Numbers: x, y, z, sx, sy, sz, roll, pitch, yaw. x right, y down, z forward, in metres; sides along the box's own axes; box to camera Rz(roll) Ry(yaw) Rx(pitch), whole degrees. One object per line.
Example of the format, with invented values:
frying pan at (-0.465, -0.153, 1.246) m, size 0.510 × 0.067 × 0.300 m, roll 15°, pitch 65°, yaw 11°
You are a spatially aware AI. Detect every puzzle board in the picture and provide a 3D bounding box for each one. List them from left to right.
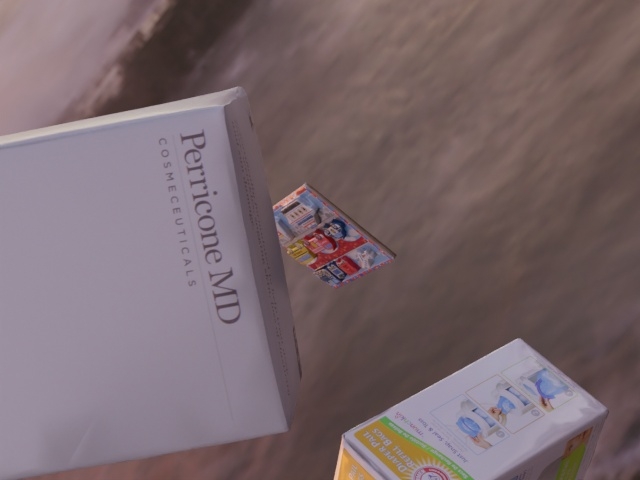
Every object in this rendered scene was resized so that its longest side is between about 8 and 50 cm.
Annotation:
puzzle board at (0.000, 0.000, 1.222) m, size 0.011 × 0.096 × 0.128 m, roll -56°, pitch 11°, yaw -24°

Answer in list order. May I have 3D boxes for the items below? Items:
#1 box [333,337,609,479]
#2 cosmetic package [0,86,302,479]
box at (0.115, 0.183, 1.157) m, size 0.203 × 0.103 × 0.114 m, roll -23°, pitch -41°, yaw -35°
cosmetic package at (-0.217, 0.041, 0.947) m, size 0.385 × 0.217 × 0.156 m, roll -12°, pitch 8°, yaw 6°
